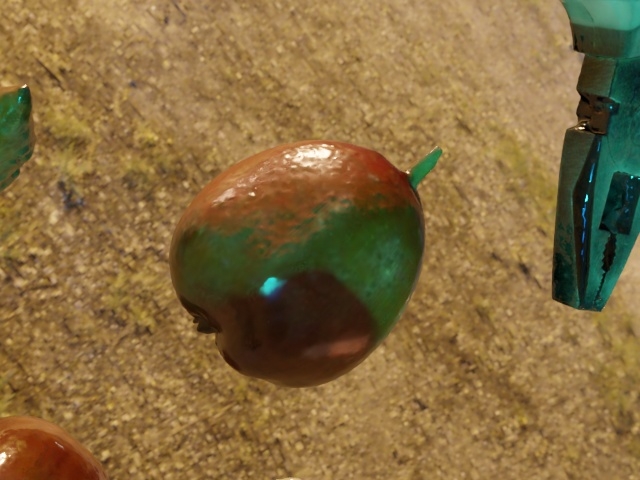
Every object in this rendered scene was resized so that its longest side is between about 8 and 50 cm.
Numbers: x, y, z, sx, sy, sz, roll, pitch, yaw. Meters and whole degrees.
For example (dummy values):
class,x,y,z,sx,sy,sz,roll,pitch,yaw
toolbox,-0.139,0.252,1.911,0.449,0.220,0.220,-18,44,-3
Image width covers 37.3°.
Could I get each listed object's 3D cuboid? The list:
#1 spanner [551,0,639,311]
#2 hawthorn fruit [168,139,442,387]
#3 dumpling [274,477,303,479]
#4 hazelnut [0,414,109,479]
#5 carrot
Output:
class,x,y,z,sx,sy,sz,roll,pitch,yaw
spanner,0.146,-0.127,0.389,0.096,0.325,0.040,4,14,-36
hawthorn fruit,0.000,0.000,0.795,0.199,0.251,0.199,50,1,-1
dumpling,-0.031,0.234,0.500,0.111,0.155,0.181,75,-2,-55
hazelnut,-0.434,0.416,1.260,0.366,0.366,0.366,36,36,-32
carrot,-0.281,-0.060,0.725,0.102,0.263,0.102,19,61,-38
